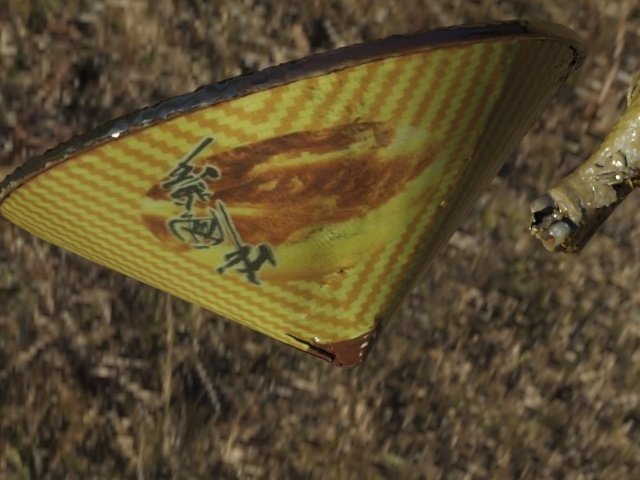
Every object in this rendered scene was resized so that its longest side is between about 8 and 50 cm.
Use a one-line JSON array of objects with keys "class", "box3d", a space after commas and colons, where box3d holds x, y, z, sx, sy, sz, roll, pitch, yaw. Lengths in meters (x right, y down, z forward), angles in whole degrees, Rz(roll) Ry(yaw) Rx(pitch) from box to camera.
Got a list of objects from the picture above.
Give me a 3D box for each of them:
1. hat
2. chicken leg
[{"class": "hat", "box3d": [0.000, 0.000, 0.602, 0.193, 0.193, 0.082, -14, 83, -18]}, {"class": "chicken leg", "box3d": [0.217, -0.074, 1.264, 0.080, 0.196, 0.125, 49, 24, 11]}]
